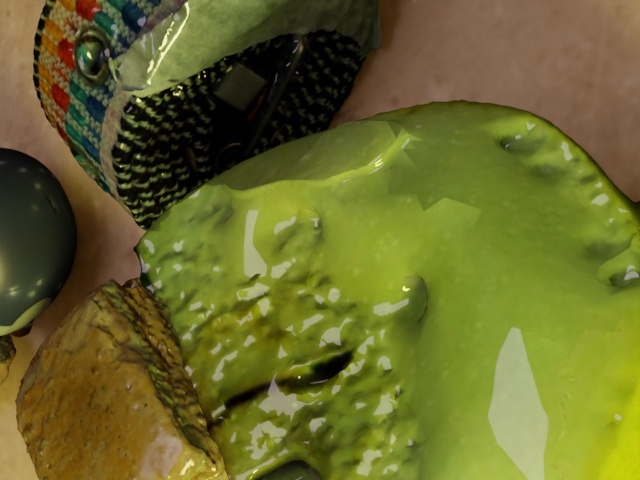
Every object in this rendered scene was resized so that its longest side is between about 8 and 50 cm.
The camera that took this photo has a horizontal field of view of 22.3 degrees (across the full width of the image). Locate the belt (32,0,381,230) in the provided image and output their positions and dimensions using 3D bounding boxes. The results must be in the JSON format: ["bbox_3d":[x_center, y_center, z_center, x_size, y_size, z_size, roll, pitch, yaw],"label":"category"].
[{"bbox_3d":[-0.078,-0.137,1.098,0.150,0.207,0.257,44,118,32],"label":"belt"}]

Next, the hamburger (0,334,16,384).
[{"bbox_3d":[-0.325,0.094,1.345,0.176,0.087,0.102,28,118,27],"label":"hamburger"}]

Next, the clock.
[{"bbox_3d":[-0.312,-0.001,1.263,0.243,0.199,0.146,5,118,11],"label":"clock"}]

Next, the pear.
[{"bbox_3d":[0.100,0.079,0.919,0.318,0.238,0.342,-34,57,17],"label":"pear"}]

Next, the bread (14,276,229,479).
[{"bbox_3d":[-0.138,0.130,1.172,0.138,0.102,0.196,-44,57,22],"label":"bread"}]
